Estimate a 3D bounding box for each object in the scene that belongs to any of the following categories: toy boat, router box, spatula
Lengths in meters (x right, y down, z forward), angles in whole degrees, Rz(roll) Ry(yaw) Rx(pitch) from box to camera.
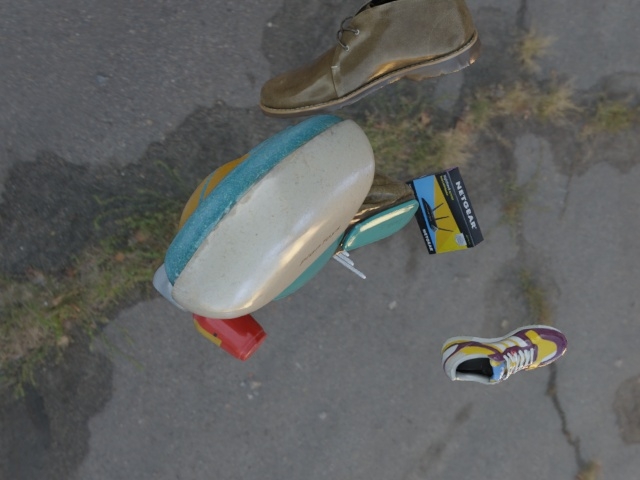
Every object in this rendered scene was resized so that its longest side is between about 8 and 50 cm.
[{"bbox_3d":[-0.086,0.005,0.826,0.267,0.148,0.318,-42,169,-43],"label":"toy boat"},{"bbox_3d":[0.274,-0.065,1.763,0.046,0.133,0.178,-28,100,-41],"label":"router box"},{"bbox_3d":[0.000,0.000,1.782,0.019,0.242,0.168,-51,146,-9],"label":"spatula"}]

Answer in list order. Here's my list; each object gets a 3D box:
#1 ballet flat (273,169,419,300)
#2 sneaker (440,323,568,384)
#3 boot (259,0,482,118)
[{"bbox_3d":[-0.002,-0.028,1.058,0.342,0.124,0.116,-29,155,-44],"label":"ballet flat"},{"bbox_3d":[0.269,0.173,1.137,0.186,0.084,0.069,-10,109,5],"label":"sneaker"},{"bbox_3d":[0.046,-0.250,1.027,0.306,0.112,0.115,-17,130,17],"label":"boot"}]
